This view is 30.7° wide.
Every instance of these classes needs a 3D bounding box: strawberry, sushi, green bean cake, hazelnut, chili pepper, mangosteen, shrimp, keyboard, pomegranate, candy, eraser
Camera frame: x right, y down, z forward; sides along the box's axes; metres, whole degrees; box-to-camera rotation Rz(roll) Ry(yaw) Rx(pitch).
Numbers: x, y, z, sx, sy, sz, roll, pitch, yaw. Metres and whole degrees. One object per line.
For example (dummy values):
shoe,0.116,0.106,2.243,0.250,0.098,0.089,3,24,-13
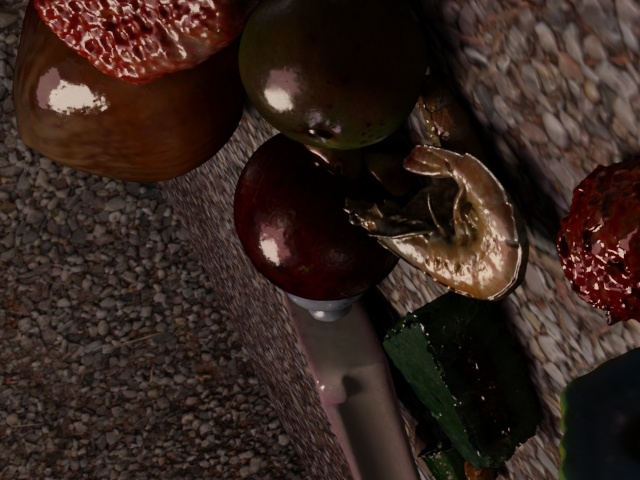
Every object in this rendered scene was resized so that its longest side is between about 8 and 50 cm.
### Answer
strawberry,0.231,0.009,0.848,0.140,0.085,0.192,66,165,-18
sushi,0.232,0.326,1.659,0.099,0.047,0.050,117,140,-75
green bean cake,0.177,0.158,1.350,0.208,0.107,0.193,58,165,5
hazelnut,-0.296,-0.264,1.775,0.359,0.359,0.409,56,158,15
chili pepper,0.238,0.413,1.815,0.227,0.059,0.088,58,163,-3
strawberry,-0.182,-0.331,1.315,0.351,0.267,0.312,30,121,36
mangosteen,0.014,-0.056,1.330,0.215,0.215,0.257,54,138,26
shrimp,0.105,-0.028,1.120,0.251,0.052,0.144,17,120,43
keyboard,0.181,0.359,2.005,0.055,0.017,0.166,49,164,24
pomegranate,0.016,-0.190,1.100,0.180,0.179,0.210,89,-173,-66
candy,0.135,-0.015,1.201,0.110,0.085,0.095,41,169,25
eraser,0.051,0.227,1.861,0.359,0.122,0.272,71,180,-45
shrimp,0.140,-0.078,1.120,0.091,0.043,0.184,90,155,-80

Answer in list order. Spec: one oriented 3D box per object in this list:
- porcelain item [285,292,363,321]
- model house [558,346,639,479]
porcelain item,0.000,0.000,1.649,0.141,0.141,0.259,47,153,46
model house,0.291,0.231,0.842,0.303,0.215,0.237,47,163,58
